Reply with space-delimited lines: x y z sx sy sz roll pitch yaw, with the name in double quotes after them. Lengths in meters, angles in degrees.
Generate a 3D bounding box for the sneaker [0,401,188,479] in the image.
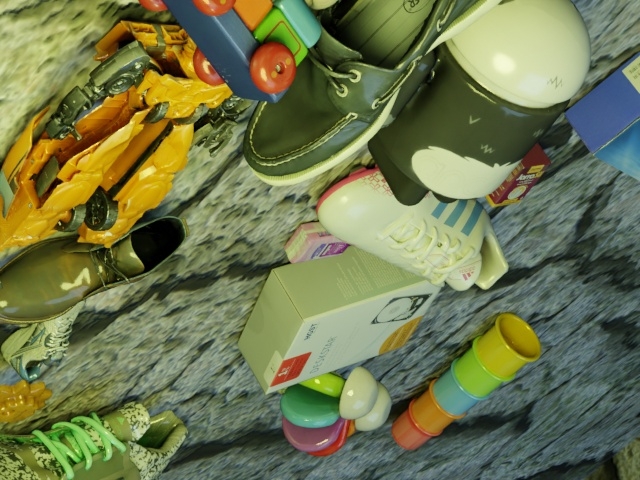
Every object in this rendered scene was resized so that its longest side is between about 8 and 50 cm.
-0.304 0.261 1.950 0.182 0.158 0.410 -49 160 12 "sneaker"

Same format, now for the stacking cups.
0.228 0.245 2.588 0.096 0.096 0.316 -2 146 -48 "stacking cups"

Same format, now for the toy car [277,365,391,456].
0.001 0.232 2.165 0.136 0.159 0.182 -66 159 -11 "toy car"

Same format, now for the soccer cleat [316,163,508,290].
0.128 -0.009 1.897 0.116 0.143 0.331 -43 153 25 "soccer cleat"

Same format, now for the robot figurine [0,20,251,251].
-0.187 -0.098 1.427 0.211 0.085 0.291 -2 144 -48 "robot figurine"

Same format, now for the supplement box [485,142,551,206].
0.251 -0.087 2.015 0.055 0.043 0.083 -10 148 -37 "supplement box"

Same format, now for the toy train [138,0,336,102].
-0.081 -0.243 1.263 0.143 0.105 0.248 -51 125 -19 "toy train"

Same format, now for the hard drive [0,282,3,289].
-0.377 0.034 1.446 0.135 0.094 0.022 -26 157 -12 "hard drive"

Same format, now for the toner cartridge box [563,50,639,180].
0.469 -0.159 2.091 0.165 0.075 0.348 -39 155 20 "toner cartridge box"

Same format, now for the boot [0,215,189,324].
-0.236 0.021 1.575 0.219 0.082 0.106 -23 177 -41 "boot"

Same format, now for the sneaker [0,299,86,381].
-0.298 0.108 1.729 0.052 0.058 0.135 2 139 -52 "sneaker"

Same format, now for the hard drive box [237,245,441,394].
0.027 0.091 2.042 0.232 0.089 0.181 -17 152 -29 "hard drive box"

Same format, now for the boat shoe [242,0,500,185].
0.041 -0.191 1.464 0.340 0.127 0.113 -38 154 12 "boat shoe"

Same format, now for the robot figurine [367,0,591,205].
0.159 -0.158 1.618 0.278 0.173 0.209 -53 -177 41 "robot figurine"

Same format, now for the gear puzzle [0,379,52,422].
-0.462 0.228 1.731 0.339 0.044 0.175 -16 153 -12 "gear puzzle"

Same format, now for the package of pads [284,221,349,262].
0.000 0.000 1.902 0.083 0.032 0.050 -9 151 -41 "package of pads"
